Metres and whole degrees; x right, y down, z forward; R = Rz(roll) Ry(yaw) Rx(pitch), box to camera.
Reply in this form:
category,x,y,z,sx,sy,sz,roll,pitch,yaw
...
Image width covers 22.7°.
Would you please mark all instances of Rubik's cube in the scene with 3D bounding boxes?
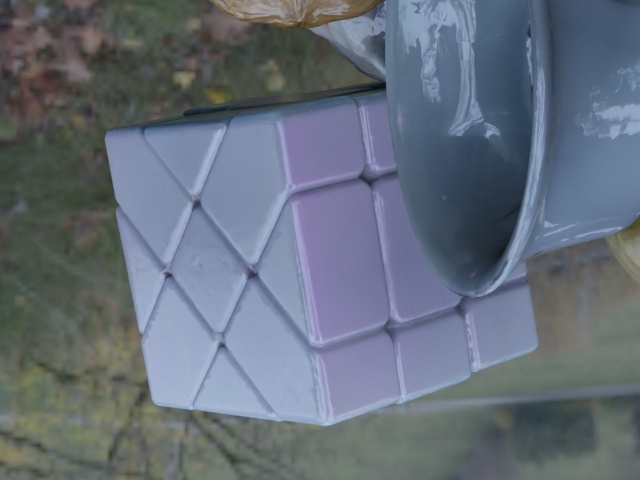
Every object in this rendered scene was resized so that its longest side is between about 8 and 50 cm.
category,x,y,z,sx,sy,sz,roll,pitch,yaw
Rubik's cube,0.000,0.000,1.704,0.316,0.319,0.322,-15,-171,-37

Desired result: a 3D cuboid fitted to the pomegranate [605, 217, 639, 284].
category,x,y,z,sx,sy,sz,roll,pitch,yaw
pomegranate,0.430,-0.045,1.818,0.233,0.233,0.233,-1,153,0

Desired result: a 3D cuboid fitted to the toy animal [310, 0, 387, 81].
category,x,y,z,sx,sy,sz,roll,pitch,yaw
toy animal,0.038,-0.298,1.488,0.266,0.308,0.188,15,-163,14

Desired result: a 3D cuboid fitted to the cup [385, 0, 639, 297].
category,x,y,z,sx,sy,sz,roll,pitch,yaw
cup,0.175,-0.135,1.248,0.163,0.347,0.347,-5,155,-14

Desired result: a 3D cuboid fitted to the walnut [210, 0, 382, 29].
category,x,y,z,sx,sy,sz,roll,pitch,yaw
walnut,-0.022,-0.272,1.238,0.193,0.226,0.193,3,154,1
